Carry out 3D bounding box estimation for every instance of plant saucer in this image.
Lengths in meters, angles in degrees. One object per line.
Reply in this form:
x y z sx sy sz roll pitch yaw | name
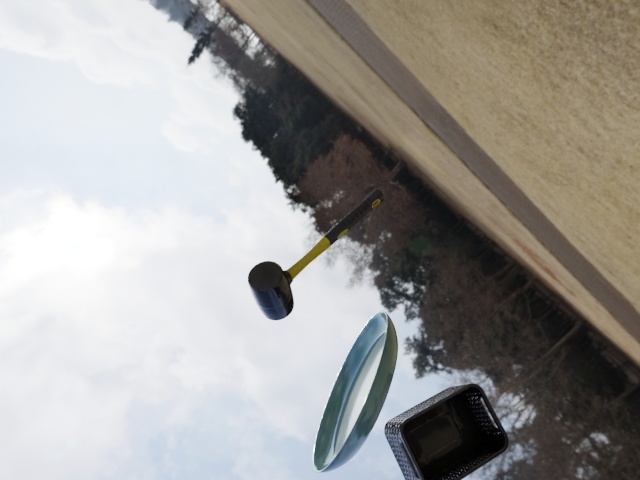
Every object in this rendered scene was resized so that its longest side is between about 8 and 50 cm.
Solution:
0.072 0.288 0.846 0.043 0.318 0.317 27 -168 -1 | plant saucer

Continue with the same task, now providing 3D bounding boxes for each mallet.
0.000 0.000 0.463 0.039 0.190 0.062 34 162 32 | mallet

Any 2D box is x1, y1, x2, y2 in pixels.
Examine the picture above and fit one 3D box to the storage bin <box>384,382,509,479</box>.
0.221 0.346 0.783 0.122 0.180 0.084 64 159 16 | storage bin
